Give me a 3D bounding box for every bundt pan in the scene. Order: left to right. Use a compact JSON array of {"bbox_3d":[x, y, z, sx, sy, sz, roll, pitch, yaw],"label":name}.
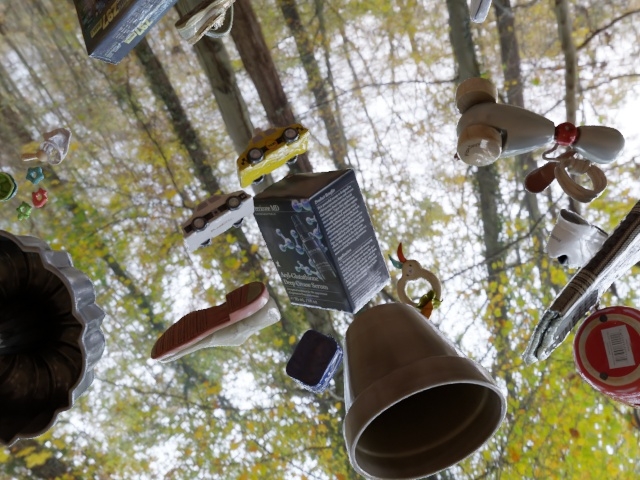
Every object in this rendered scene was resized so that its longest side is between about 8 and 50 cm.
[{"bbox_3d":[-0.480,0.137,0.913,0.330,0.331,0.124,-14,-176,12],"label":"bundt pan"}]

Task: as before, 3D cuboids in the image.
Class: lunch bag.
[{"bbox_3d":[-0.006,0.197,0.968,0.067,0.065,0.099,25,-107,22],"label":"lunch bag"}]

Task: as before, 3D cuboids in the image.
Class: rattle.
[{"bbox_3d":[0.226,0.113,1.523,0.130,0.200,0.142,-23,-176,45],"label":"rattle"}]

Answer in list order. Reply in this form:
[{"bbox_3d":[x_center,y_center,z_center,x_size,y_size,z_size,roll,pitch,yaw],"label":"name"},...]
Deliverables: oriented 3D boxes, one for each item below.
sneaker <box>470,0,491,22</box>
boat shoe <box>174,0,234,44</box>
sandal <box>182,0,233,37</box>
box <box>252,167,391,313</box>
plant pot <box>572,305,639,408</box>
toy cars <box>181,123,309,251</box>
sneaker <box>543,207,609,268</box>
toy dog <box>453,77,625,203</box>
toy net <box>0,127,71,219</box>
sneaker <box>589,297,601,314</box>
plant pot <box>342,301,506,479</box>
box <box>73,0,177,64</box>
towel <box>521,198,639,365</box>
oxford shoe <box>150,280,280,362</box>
[{"bbox_3d":[0.369,-0.660,1.404,0.091,0.258,0.094,0,-155,1],"label":"sneaker"},{"bbox_3d":[-0.192,-0.382,1.001,0.050,0.045,0.135,13,-130,43],"label":"boat shoe"},{"bbox_3d":[-0.247,-0.618,1.321,0.120,0.303,0.086,-3,-169,-27],"label":"sandal"},{"bbox_3d":[0.000,0.000,1.836,0.293,0.396,0.212,2,-150,47],"label":"box"},{"bbox_3d":[0.593,0.221,1.125,0.191,0.174,0.191,-23,-122,43],"label":"plant pot"},{"bbox_3d":[-0.187,-0.133,1.336,0.394,0.176,0.087,-47,-109,21],"label":"toy cars"},{"bbox_3d":[0.681,0.015,1.524,0.129,0.297,0.111,-59,-145,17],"label":"sneaker"},{"bbox_3d":[0.395,-0.182,1.148,0.333,0.161,0.220,30,-117,8],"label":"toy dog"},{"bbox_3d":[-0.653,-0.161,1.341,0.232,0.122,0.045,-44,172,6],"label":"toy net"},{"bbox_3d":[0.651,0.142,1.391,0.043,0.040,0.109,-21,-118,8],"label":"sneaker"},{"bbox_3d":[0.174,0.292,1.227,0.323,0.323,0.280,-23,-139,-1],"label":"plant pot"},{"bbox_3d":[-0.299,-0.419,0.911,0.232,0.059,0.184,-31,-109,33],"label":"box"},{"bbox_3d":[0.485,0.075,1.026,0.056,0.324,0.312,40,-103,24],"label":"towel"},{"bbox_3d":[-0.301,0.271,1.686,0.396,0.147,0.141,-26,-148,9],"label":"oxford shoe"}]
